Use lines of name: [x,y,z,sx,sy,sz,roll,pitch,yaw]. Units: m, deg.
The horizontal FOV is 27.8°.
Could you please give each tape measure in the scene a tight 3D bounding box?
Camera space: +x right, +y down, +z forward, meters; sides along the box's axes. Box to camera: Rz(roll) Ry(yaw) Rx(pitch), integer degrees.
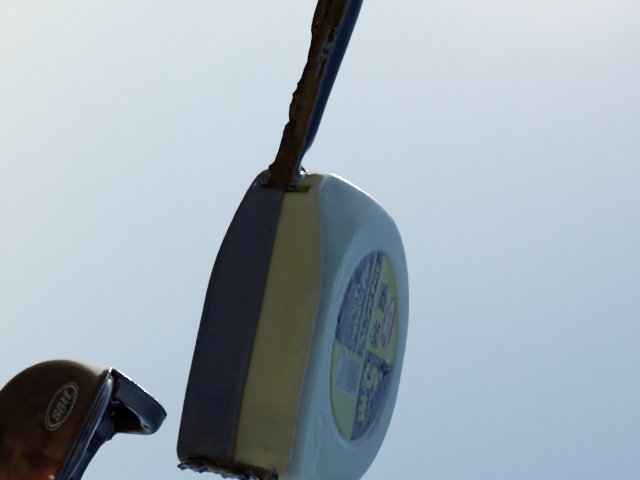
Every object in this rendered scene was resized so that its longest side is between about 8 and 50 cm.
tape measure: [0.000,0.000,0.880,0.215,0.098,0.351,38,63,-66]

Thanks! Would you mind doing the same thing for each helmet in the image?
helmet: [-0.288,0.231,1.470,0.216,0.193,0.189,108,5,-58]
